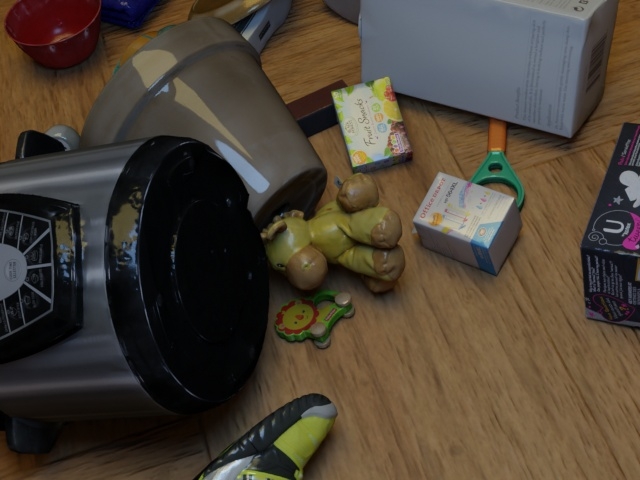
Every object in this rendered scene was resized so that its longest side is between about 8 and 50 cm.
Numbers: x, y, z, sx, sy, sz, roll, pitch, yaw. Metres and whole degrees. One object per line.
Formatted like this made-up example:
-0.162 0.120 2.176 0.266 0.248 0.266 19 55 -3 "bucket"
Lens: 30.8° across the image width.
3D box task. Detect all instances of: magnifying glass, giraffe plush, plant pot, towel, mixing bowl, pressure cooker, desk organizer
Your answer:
0.274 -0.117 1.819 0.092 0.026 0.231 0 49 12 "magnifying glass"
0.000 0.000 1.663 0.170 0.181 0.210 -22 40 -20 "giraffe plush"
-0.149 -0.456 2.122 0.236 0.032 0.236 -25 28 14 "plant pot"
-0.359 -0.537 2.280 0.227 0.076 0.308 16 55 32 "towel"
-0.480 -0.383 2.147 0.181 0.098 0.181 -6 48 7 "mixing bowl"
-0.321 0.065 1.544 0.420 0.375 0.370 -6 34 24 "pressure cooker"
-0.005 -0.216 1.945 0.130 0.047 0.050 -25 47 -11 "desk organizer"
-0.149 -0.126 1.757 0.280 0.323 0.323 42 67 18 "plant pot"

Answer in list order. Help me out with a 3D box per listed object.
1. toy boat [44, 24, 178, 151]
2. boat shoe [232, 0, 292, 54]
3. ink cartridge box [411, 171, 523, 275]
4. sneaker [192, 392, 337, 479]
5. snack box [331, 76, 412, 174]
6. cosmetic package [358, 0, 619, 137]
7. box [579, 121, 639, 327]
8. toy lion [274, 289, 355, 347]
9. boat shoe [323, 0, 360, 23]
-0.318 -0.232 1.912 0.318 0.148 0.267 -57 18 -13 "toy boat"
-0.120 -0.402 2.107 0.070 0.078 0.219 17 57 22 "boat shoe"
0.207 -0.028 1.700 0.143 0.090 0.092 21 71 26 "ink cartridge box"
-0.103 0.346 1.449 0.147 0.145 0.384 45 63 4 "sneaker"
0.082 -0.185 1.877 0.100 0.037 0.141 -16 69 0 "snack box"
0.259 -0.329 1.864 0.385 0.217 0.156 21 42 24 "cosmetic package"
0.457 -0.019 1.606 0.142 0.163 0.247 11 53 24 "box"
-0.014 0.108 1.681 0.096 0.034 0.100 20 56 35 "toy lion"
0.157 -0.457 2.084 0.340 0.127 0.158 26 52 20 "boat shoe"
